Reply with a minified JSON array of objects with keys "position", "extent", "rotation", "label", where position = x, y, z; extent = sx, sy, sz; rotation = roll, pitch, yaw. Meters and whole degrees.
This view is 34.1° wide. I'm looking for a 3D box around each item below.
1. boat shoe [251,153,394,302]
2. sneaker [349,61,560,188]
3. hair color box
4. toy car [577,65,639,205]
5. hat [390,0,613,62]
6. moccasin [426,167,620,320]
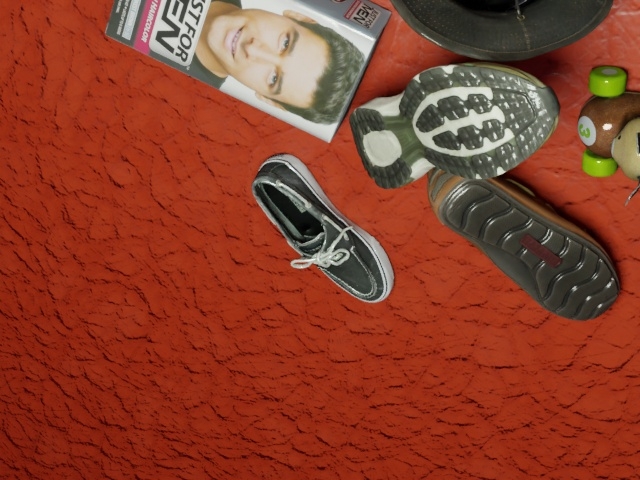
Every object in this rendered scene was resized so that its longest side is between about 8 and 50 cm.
[{"position":[0.003,-0.002,1.696],"extent":[0.113,0.105,0.306],"rotation":[-26,110,30],"label":"boat shoe"},{"position":[0.196,-0.182,1.401],"extent":[0.410,0.182,0.158],"rotation":[0,120,63],"label":"sneaker"},{"position":[-0.107,-0.317,1.529],"extent":[0.375,0.113,0.185],"rotation":[25,125,1],"label":"hair color box"},{"position":[0.422,-0.130,1.423],"extent":[0.149,0.188,0.155],"rotation":[6,122,15],"label":"toy car"},{"position":[0.210,-0.360,1.351],"extent":[0.331,0.331,0.134],"rotation":[36,166,-6],"label":"hat"},{"position":[0.306,-0.003,1.577],"extent":[0.380,0.147,0.139],"rotation":[28,112,-22],"label":"moccasin"}]
